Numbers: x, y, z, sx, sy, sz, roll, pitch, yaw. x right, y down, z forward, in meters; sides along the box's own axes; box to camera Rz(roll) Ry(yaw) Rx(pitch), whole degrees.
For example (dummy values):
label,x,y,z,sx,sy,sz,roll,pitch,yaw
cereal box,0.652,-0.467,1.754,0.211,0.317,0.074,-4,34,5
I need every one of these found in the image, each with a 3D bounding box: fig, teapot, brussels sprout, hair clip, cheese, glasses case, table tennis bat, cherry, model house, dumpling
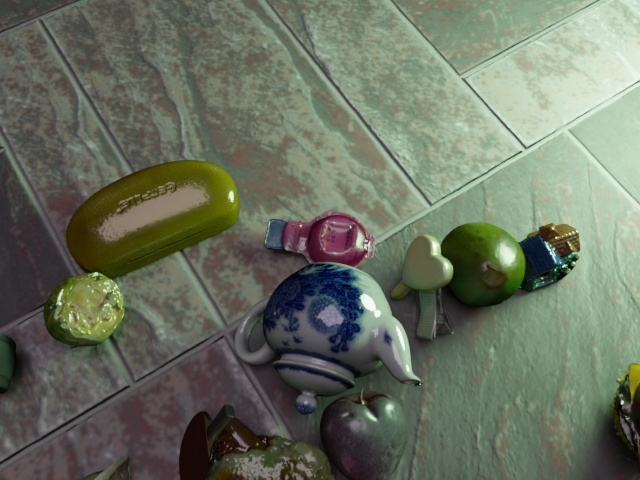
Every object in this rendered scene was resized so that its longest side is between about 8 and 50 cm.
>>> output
label,x,y,z,sx,sy,sz,roll,pitch,yaw
fig,0.342,0.054,1.265,0.181,0.191,0.180,0,102,-2
teapot,0.005,0.194,1.142,0.424,0.252,0.279,1,62,33
brussels sprout,-0.484,0.146,1.219,0.152,0.122,0.149,-12,79,-37
hair clip,0.218,0.097,1.259,0.071,0.159,0.218,-6,91,-43
cheese,0.000,0.000,1.330,0.245,0.062,0.155,7,65,2
glasses case,-0.365,-0.061,1.300,0.372,0.141,0.173,-24,69,-13
table tennis bat,-0.212,0.368,1.093,0.019,0.220,0.130,15,38,-31
cherry,0.086,0.366,1.130,0.176,0.140,0.175,1,87,-26
model house,0.500,0.021,1.294,0.149,0.148,0.119,-17,69,-7
dumpling,-0.405,0.480,1.067,0.119,0.136,0.199,24,78,0

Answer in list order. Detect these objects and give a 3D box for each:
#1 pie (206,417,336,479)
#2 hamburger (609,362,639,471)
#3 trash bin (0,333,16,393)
label,x,y,z,sx,sy,sz,roll,pitch,yaw
pie,-0.104,0.482,1.103,0.275,0.105,0.256,15,81,8
hamburger,0.688,0.352,1.159,0.244,0.138,0.261,5,66,2
trash bin,-0.709,0.234,1.139,0.237,0.176,0.101,-2,67,0
